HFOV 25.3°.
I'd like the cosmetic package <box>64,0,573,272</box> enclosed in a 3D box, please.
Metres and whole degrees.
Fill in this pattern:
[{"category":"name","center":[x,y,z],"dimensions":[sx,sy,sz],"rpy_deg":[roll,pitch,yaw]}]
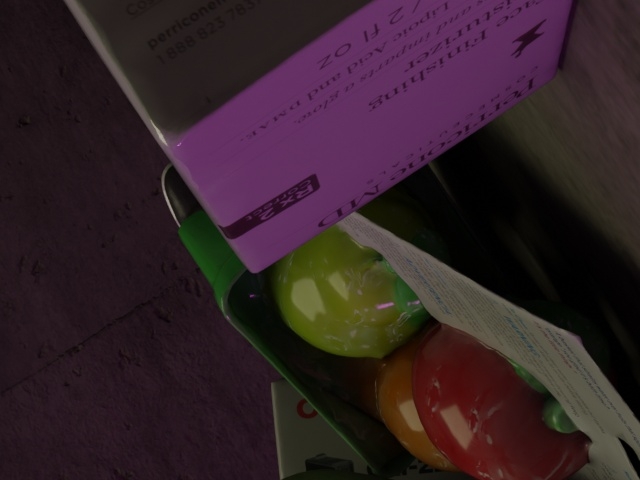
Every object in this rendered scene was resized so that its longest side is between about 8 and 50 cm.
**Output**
[{"category":"cosmetic package","center":[-0.013,-0.104,0.495],"dimensions":[0.151,0.151,0.184],"rpy_deg":[57,178,14]}]

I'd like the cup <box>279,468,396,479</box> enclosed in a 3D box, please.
[{"category":"cup","center":[0.033,0.295,0.984],"dimensions":[0.237,0.331,0.331],"rpy_deg":[43,168,40]}]

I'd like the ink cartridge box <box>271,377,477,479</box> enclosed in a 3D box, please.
[{"category":"ink cartridge box","center":[0.073,0.236,1.176],"dimensions":[0.114,0.197,0.273],"rpy_deg":[41,-138,-80]}]

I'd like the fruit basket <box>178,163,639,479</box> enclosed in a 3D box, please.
[{"category":"fruit basket","center":[0.091,0.061,0.859],"dimensions":[0.353,0.165,0.327],"rpy_deg":[23,160,46]}]

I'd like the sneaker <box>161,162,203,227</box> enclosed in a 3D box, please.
[{"category":"sneaker","center":[-0.085,0.018,1.647],"dimensions":[0.296,0.104,0.147],"rpy_deg":[50,-173,2]}]
